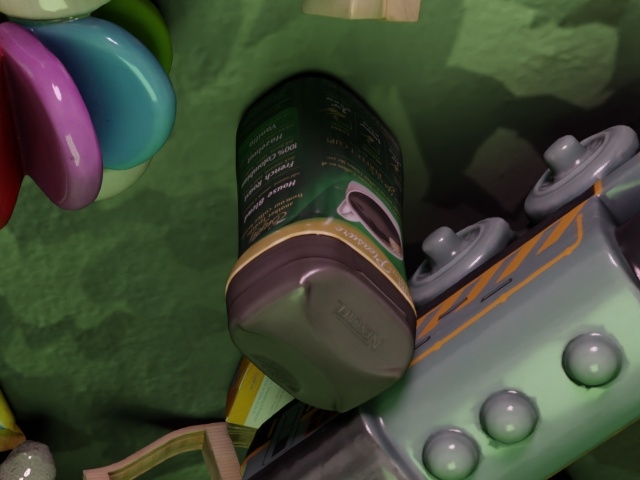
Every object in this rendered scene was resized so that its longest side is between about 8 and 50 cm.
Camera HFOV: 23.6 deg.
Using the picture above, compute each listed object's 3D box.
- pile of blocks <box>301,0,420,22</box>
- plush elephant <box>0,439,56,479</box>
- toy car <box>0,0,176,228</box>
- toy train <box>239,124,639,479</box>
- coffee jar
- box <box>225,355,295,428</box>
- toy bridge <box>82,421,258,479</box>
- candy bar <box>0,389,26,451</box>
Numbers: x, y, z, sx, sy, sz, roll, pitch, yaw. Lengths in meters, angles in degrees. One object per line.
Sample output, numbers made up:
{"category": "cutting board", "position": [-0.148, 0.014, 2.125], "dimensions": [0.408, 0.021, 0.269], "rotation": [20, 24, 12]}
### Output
{"category": "pile of blocks", "position": [-0.085, -0.227, 0.662], "dimensions": [0.149, 0.112, 0.362], "rotation": [-46, 124, -20]}
{"category": "plush elephant", "position": [-0.248, 0.239, 0.964], "dimensions": [0.330, 0.272, 0.255], "rotation": [-11, 99, -26]}
{"category": "toy car", "position": [-0.153, -0.067, 0.765], "dimensions": [0.182, 0.136, 0.159], "rotation": [-17, 129, -17]}
{"category": "toy train", "position": [0.099, 0.067, 0.834], "dimensions": [0.334, 0.190, 0.142], "rotation": [-36, 101, 18]}
{"category": "coffee jar", "position": [0.000, 0.000, 0.806], "dimensions": [0.079, 0.184, 0.096], "rotation": [-34, 120, 23]}
{"category": "box", "position": [0.015, 0.095, 0.983], "dimensions": [0.136, 0.028, 0.081], "rotation": [13, 127, -14]}
{"category": "toy bridge", "position": [-0.062, 0.147, 0.996], "dimensions": [0.188, 0.063, 0.026], "rotation": [-5, 130, -19]}
{"category": "candy bar", "position": [-0.230, 0.077, 0.969], "dimensions": [0.040, 0.018, 0.161], "rotation": [-10, 128, 6]}
